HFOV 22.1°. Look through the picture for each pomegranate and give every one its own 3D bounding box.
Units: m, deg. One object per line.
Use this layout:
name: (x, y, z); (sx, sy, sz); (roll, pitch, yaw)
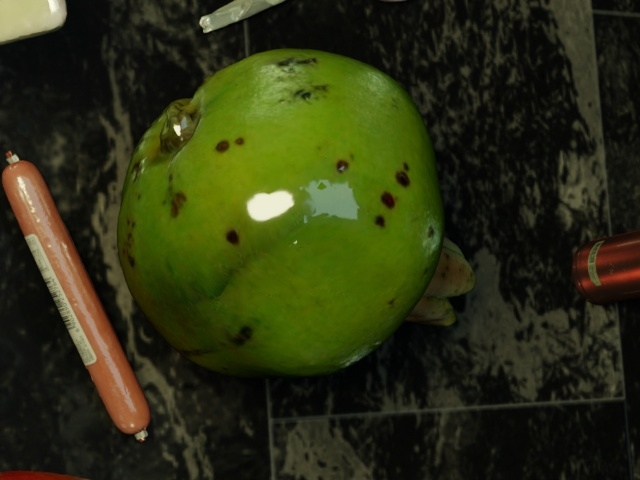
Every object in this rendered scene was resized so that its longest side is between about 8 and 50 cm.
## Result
pomegranate: (0.000, 0.000, 1.140); (0.302, 0.236, 0.236); (33, 67, -43)

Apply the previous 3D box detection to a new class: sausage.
sausage: (-0.170, 0.040, 1.138); (0.029, 0.029, 0.223); (-27, 96, -29)

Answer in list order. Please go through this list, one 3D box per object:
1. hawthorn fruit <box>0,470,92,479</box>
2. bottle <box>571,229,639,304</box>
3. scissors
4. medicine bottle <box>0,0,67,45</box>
hawthorn fruit: (-0.193, 0.259, 0.966); (0.330, 0.287, 0.287); (39, 66, -11)
bottle: (0.273, 0.017, 1.305); (0.060, 0.164, 0.060); (5, 80, -28)
scissors: (-0.007, -0.209, 1.270); (0.212, 0.021, 0.110); (-31, 96, -29)
medicine bottle: (-0.301, -0.300, 1.000); (0.236, 0.236, 0.406); (-14, 92, -30)
